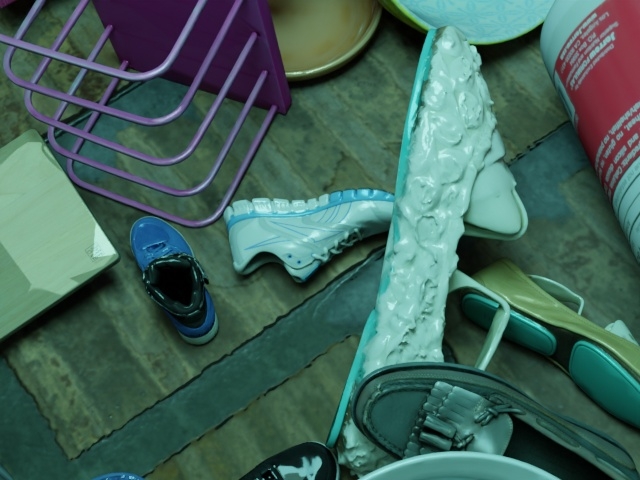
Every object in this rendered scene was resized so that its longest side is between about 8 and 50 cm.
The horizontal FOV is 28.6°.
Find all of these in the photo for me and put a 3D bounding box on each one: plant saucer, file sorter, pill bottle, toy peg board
[{"bbox_3d":[-0.029,-0.253,1.385,0.200,0.037,0.200,-3,62,5],"label":"plant saucer"},{"bbox_3d":[-0.172,-0.166,1.212,0.202,0.290,0.182,19,68,15],"label":"file sorter"},{"bbox_3d":[0.373,-0.069,1.135,0.229,0.229,0.407,-17,62,-3],"label":"pill bottle"},{"bbox_3d":[-0.301,0.004,1.257,0.161,0.079,0.160,-35,79,-4],"label":"toy peg board"}]

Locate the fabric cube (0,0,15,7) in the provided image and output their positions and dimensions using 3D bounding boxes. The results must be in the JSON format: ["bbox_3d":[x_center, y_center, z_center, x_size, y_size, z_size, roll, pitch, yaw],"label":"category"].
[{"bbox_3d":[-0.322,-0.464,1.381,0.258,0.259,0.254,-29,49,-9],"label":"fabric cube"}]

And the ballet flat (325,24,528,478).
[{"bbox_3d":[0.112,0.019,1.131,0.147,0.147,0.408,13,89,13],"label":"ballet flat"}]

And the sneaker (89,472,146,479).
[{"bbox_3d":[-0.225,0.304,1.089,0.081,0.090,0.232,25,46,19],"label":"sneaker"}]

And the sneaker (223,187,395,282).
[{"bbox_3d":[0.000,0.000,1.235,0.191,0.071,0.083,-8,67,11],"label":"sneaker"}]

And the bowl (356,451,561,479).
[{"bbox_3d":[0.099,0.310,0.988,0.298,0.134,0.297,0,84,-3],"label":"bowl"}]

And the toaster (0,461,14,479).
[{"bbox_3d":[-0.369,0.223,1.123,0.186,0.110,0.168,-41,66,-16],"label":"toaster"}]

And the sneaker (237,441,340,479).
[{"bbox_3d":[-0.071,0.241,1.075,0.217,0.121,0.079,-40,66,-15],"label":"sneaker"}]

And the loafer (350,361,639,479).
[{"bbox_3d":[0.157,0.172,1.044,0.268,0.084,0.096,19,99,-15],"label":"loafer"}]

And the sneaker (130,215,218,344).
[{"bbox_3d":[-0.148,0.023,1.221,0.058,0.084,0.152,-24,62,-7],"label":"sneaker"}]

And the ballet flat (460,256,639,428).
[{"bbox_3d":[0.238,0.086,1.154,0.232,0.080,0.073,34,59,21],"label":"ballet flat"}]

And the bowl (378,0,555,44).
[{"bbox_3d":[0.128,-0.351,1.335,0.289,0.289,0.156,-43,24,-16],"label":"bowl"}]
